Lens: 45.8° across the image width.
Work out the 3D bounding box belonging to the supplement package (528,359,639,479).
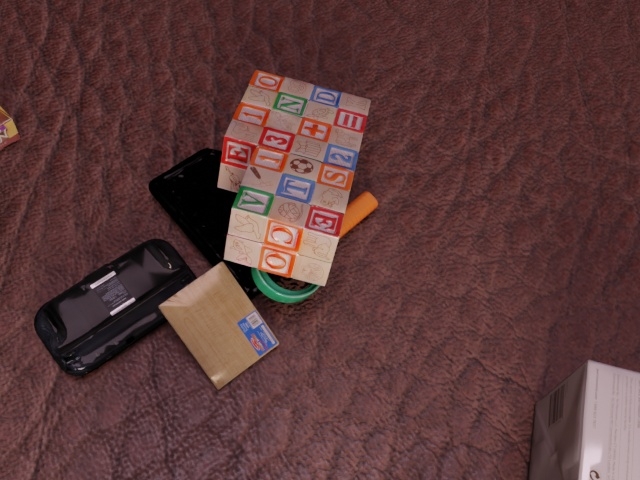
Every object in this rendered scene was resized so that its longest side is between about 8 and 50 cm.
[{"bbox_3d":[0.399,0.272,0.839,0.293,0.177,0.175,15,61,2],"label":"supplement package"}]

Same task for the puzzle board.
[{"bbox_3d":[-0.125,0.105,0.942,0.096,0.011,0.128,-36,97,-16],"label":"puzzle board"}]

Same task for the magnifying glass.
[{"bbox_3d":[0.000,0.000,1.000,0.092,0.026,0.231,47,51,5],"label":"magnifying glass"}]

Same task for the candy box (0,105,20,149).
[{"bbox_3d":[-0.526,-0.186,1.067,0.109,0.053,0.187,-40,74,-23],"label":"candy box"}]

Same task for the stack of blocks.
[{"bbox_3d":[-0.043,-0.092,0.989,0.171,0.087,0.297,14,43,-1],"label":"stack of blocks"}]

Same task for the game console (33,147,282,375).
[{"bbox_3d":[-0.202,0.026,0.989,0.361,0.044,0.213,-35,71,-22],"label":"game console"}]
